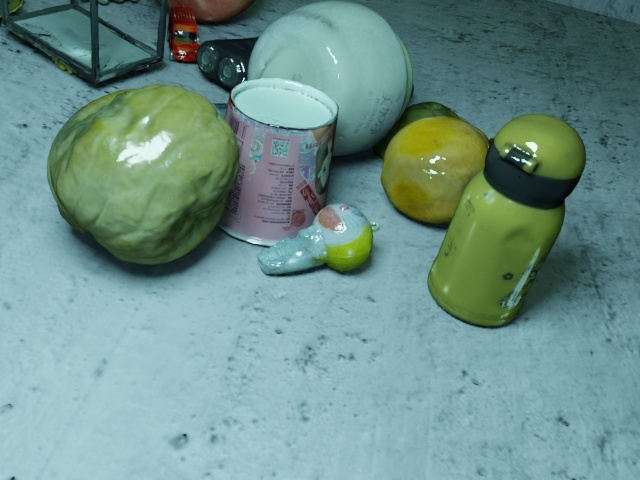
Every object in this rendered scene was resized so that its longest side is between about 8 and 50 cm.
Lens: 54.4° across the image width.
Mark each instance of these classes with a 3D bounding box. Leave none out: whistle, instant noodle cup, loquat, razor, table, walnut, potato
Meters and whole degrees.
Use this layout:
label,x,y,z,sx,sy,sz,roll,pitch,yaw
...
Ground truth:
label,x,y,z,sx,sy,sz,roll,pitch,yaw
whistle,0.000,0.000,1.069,0.223,0.123,0.123,-17,45,-14
instant noodle cup,-0.084,-0.150,1.129,0.243,0.231,0.243,9,37,-6
loquat,0.238,-0.141,1.251,0.238,0.193,0.238,-10,44,10
razor,-0.149,-0.465,1.606,0.189,0.107,0.327,36,41,27
table,-0.544,-0.577,1.421,0.335,0.272,0.222,32,41,19
walnut,-0.270,-0.103,0.972,0.253,0.282,0.277,39,62,13
potato,0.304,-0.209,1.431,0.269,0.112,0.255,-18,49,-33

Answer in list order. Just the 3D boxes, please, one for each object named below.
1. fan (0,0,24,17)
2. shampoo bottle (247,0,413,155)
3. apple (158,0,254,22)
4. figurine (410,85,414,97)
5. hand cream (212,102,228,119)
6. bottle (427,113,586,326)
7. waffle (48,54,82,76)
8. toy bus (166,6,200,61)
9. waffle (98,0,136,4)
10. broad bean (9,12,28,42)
label,x,y,z,sx,sy,sz,roll,pitch,yaw
fan,-0.904,-0.614,1.606,0.229,0.011,0.335,-29,48,-28
shampoo bottle,0.018,-0.338,1.315,0.322,0.322,0.317,37,32,27
apple,-0.333,-0.821,1.809,0.364,0.364,0.364,9,38,-7
figurine,0.204,-0.384,1.648,0.086,0.087,0.149,43,30,-25
hand cream,-0.152,-0.285,1.427,0.271,0.058,0.091,-8,48,-33
bottle,0.306,-0.036,1.007,0.171,0.351,0.171,9,38,-8
waffle,-0.556,-0.447,1.511,0.191,0.038,0.191,8,38,-7
toy bus,-0.363,-0.545,1.656,0.081,0.089,0.195,0,40,-18
waffle,-0.688,-0.799,1.903,0.292,0.056,0.309,3,38,-13
broad bean,-0.752,-0.539,1.562,0.297,0.043,0.060,38,34,30
